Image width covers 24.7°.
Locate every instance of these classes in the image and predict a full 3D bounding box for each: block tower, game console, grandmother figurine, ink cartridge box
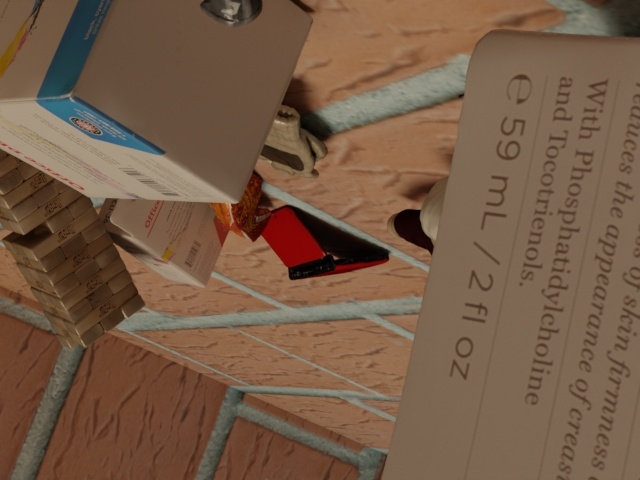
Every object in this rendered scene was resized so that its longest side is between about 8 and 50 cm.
[{"bbox_3d":[-0.314,-0.034,1.639,0.097,0.091,0.335,15,136,55],"label":"block tower"},{"bbox_3d":[0.000,0.000,1.802,0.124,0.085,0.144,-8,177,-21],"label":"game console"},{"bbox_3d":[0.160,0.018,1.469,0.207,0.104,0.342,8,166,13],"label":"grandmother figurine"},{"bbox_3d":[-0.162,-0.141,1.167,0.171,0.168,0.232,32,162,-37],"label":"ink cartridge box"},{"bbox_3d":[-0.190,-0.036,1.725,0.067,0.115,0.198,12,163,34],"label":"ink cartridge box"}]

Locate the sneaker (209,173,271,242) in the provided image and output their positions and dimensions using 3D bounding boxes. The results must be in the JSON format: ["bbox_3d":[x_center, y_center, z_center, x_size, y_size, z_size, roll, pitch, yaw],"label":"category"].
[{"bbox_3d":[-0.103,-0.043,1.688,0.067,0.064,0.175,28,165,10],"label":"sneaker"}]

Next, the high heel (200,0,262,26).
[{"bbox_3d":[-0.150,-0.257,0.952,0.261,0.093,0.186,25,150,18],"label":"high heel"}]

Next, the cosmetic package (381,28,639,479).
[{"bbox_3d":[0.304,0.078,0.881,0.393,0.329,0.327,9,176,38],"label":"cosmetic package"}]

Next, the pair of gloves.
[{"bbox_3d":[-0.107,-0.128,1.412,0.240,0.042,0.204,19,170,15],"label":"pair of gloves"}]
